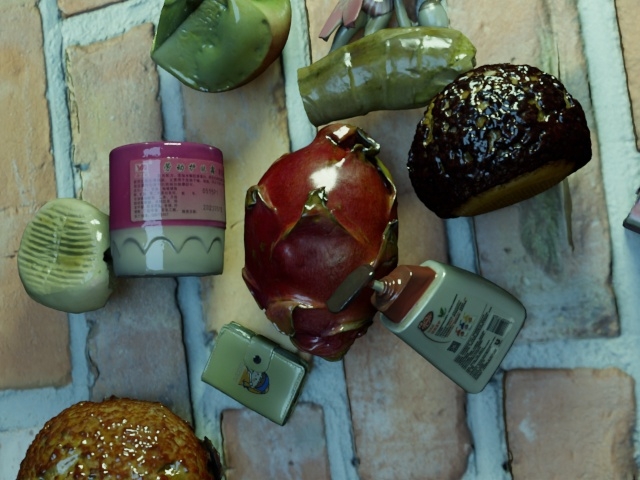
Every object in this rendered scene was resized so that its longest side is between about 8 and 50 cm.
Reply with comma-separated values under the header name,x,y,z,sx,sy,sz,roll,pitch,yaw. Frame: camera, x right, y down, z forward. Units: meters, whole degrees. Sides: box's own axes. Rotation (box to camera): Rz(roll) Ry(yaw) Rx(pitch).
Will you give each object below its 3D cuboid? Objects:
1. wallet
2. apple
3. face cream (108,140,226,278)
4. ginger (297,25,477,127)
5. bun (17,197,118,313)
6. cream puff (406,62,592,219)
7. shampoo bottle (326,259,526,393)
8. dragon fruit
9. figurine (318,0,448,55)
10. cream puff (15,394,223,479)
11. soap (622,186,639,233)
name,x,y,z,sx,sy,sz,roll,pitch,yaw
wallet,-0.099,0.201,1.233,0.155,0.039,0.110,26,99,19
apple,-0.149,-0.329,1.208,0.207,0.173,0.188,52,130,9
face cream,-0.231,-0.041,1.218,0.175,0.175,0.195,-5,85,19
ginger,0.089,-0.233,1.120,0.262,0.109,0.117,-12,107,17
bun,-0.383,0.029,1.289,0.193,0.128,0.179,11,80,31
cream puff,0.222,-0.129,1.032,0.239,0.239,0.165,-23,78,17
shampoo bottle,0.138,0.095,1.043,0.153,0.284,0.071,-59,32,7
dragon fruit,0.001,-0.004,1.104,0.250,0.250,0.315,24,106,19
figurine,0.100,-0.348,1.156,0.205,0.103,0.260,35,109,19
cream puff,-0.326,0.402,1.206,0.350,0.228,0.351,-2,86,21
soap,0.484,-0.006,0.996,0.203,0.122,0.066,26,97,18
